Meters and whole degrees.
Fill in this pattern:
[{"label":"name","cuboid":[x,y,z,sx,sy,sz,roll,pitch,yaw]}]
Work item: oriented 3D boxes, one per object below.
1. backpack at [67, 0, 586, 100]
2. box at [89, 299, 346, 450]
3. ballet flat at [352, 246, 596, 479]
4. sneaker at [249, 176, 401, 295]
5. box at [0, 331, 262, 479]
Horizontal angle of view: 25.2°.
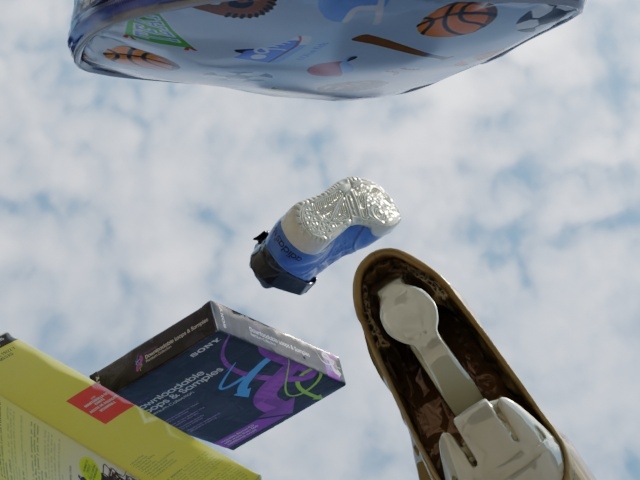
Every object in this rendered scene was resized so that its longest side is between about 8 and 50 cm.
[{"label":"backpack","cuboid":[-0.025,-0.165,0.574,0.276,0.263,0.213,154,-59,-65]},{"label":"box","cuboid":[-0.072,0.103,1.051,0.116,0.162,0.029,-32,-126,22]},{"label":"ballet flat","cuboid":[0.071,0.089,0.719,0.080,0.073,0.232,-32,-136,-2]},{"label":"sneaker","cuboid":[-0.001,-0.001,1.165,0.084,0.152,0.058,-43,-101,32]},{"label":"box","cuboid":[-0.147,0.149,0.956,0.232,0.087,0.058,24,-143,30]}]
